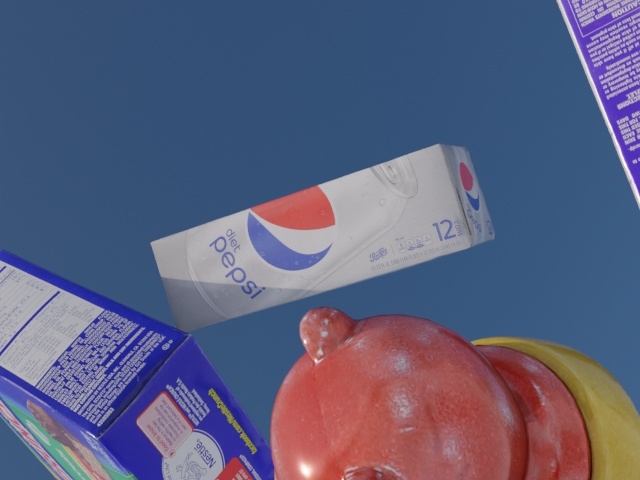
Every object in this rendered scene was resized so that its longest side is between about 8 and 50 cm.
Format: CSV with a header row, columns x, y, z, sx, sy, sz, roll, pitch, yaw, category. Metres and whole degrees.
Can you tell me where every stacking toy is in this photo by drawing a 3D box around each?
x,y,z,sx,sy,sz,roll,pitch,yaw,category
0.025,0.195,0.343,0.279,0.309,0.130,-46,-44,16,stacking toy

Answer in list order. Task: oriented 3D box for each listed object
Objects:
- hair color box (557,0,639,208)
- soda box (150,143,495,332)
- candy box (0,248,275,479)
x,y,z,sx,sy,sz,roll,pitch,yaw,category
0.311,-0.111,0.851,0.110,0.338,0.185,-24,-16,29,hair color box
0.000,0.000,0.897,0.286,0.098,0.091,-17,-92,22,soda box
-0.195,0.169,0.959,0.122,0.317,0.268,-48,-49,-24,candy box
